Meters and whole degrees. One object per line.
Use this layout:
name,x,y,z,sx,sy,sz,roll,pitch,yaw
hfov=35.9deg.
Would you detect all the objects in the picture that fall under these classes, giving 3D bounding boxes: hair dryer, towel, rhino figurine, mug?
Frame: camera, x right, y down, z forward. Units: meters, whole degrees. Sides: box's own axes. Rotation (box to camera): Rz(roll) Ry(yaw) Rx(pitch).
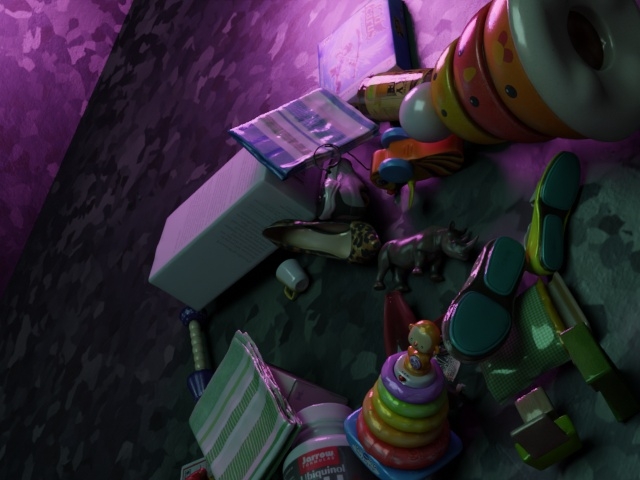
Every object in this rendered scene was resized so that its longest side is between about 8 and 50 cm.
hair dryer,0.215,0.173,1.821,0.293,0.080,0.223,27,80,45
towel,-0.034,-0.245,2.199,0.209,0.285,0.034,41,145,31
rhino figurine,0.205,0.024,1.915,0.243,0.073,0.106,-21,55,41
mug,-0.055,0.089,2.218,0.062,0.078,0.064,-32,44,-13
towel,-0.157,0.352,1.907,0.248,0.038,0.325,-60,33,14

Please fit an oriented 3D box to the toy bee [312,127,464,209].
toy bee,0.164,-0.163,2.049,0.298,0.162,0.195,17,71,29

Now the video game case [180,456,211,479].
video game case,-0.211,0.548,2.122,0.285,0.025,0.204,-30,46,37

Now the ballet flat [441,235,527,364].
ballet flat,0.263,0.118,1.622,0.316,0.107,0.106,-49,-8,-46

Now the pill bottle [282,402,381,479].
pill bottle,0.026,0.458,1.759,0.176,0.176,0.318,-39,41,28

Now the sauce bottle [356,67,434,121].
sauce bottle,0.222,-0.309,2.081,0.344,0.111,0.111,4,71,51

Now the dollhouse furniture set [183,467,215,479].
dollhouse furniture set,-0.224,0.621,1.909,0.152,0.201,0.374,-39,49,28

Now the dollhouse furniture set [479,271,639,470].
dollhouse furniture set,0.331,0.173,1.556,0.197,0.151,0.301,-34,43,13

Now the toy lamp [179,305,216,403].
toy lamp,-0.287,0.276,2.355,0.080,0.080,0.275,-43,37,25

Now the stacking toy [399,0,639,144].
stacking toy,0.318,-0.276,1.773,0.480,0.350,0.351,-25,49,49

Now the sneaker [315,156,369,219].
sneaker,0.053,-0.105,2.143,0.271,0.108,0.100,-80,3,-66

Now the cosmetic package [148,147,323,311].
cosmetic package,-0.199,-0.052,2.332,0.453,0.161,0.230,-37,29,35

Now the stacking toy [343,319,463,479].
stacking toy,0.151,0.245,1.623,0.175,0.165,0.302,43,142,33

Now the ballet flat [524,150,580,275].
ballet flat,0.396,-0.046,1.730,0.077,0.077,0.231,-21,52,63

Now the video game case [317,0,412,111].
video game case,0.099,-0.434,2.356,0.244,0.061,0.269,-33,45,34

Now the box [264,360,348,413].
box,-0.083,0.329,2.003,0.232,0.148,0.127,15,81,54

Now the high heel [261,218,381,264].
high heel,0.000,0.000,2.058,0.261,0.186,0.093,10,96,63
